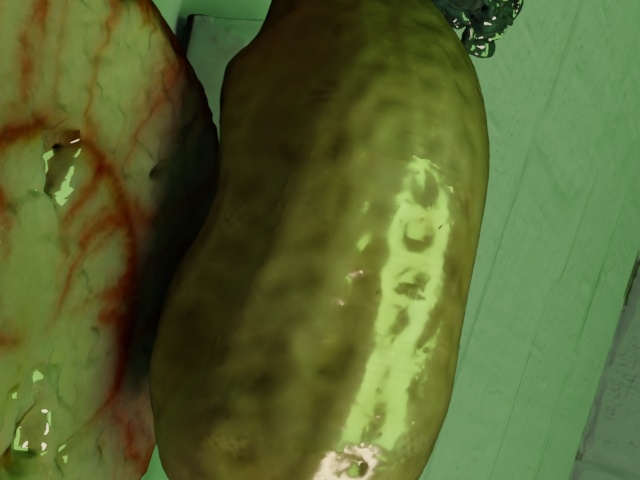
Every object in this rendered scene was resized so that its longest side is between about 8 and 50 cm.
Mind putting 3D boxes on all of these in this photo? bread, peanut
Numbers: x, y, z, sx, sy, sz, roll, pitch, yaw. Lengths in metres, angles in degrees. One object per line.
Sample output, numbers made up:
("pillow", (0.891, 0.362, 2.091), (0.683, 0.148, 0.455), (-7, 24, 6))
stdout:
("bread", (-0.152, 0.012, 0.472), (0.327, 0.114, 0.295), (33, 72, -67))
("peanut", (0.000, 0.000, 0.535), (0.122, 0.137, 0.253), (11, 93, -30))

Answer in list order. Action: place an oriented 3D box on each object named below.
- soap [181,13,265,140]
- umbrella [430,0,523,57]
("soap", (-0.035, -0.021, 0.759), (0.145, 0.091, 0.230), (-6, 110, -69))
("umbrella", (0.156, -0.302, 1.006), (0.349, 0.094, 0.143), (-64, 150, -27))
